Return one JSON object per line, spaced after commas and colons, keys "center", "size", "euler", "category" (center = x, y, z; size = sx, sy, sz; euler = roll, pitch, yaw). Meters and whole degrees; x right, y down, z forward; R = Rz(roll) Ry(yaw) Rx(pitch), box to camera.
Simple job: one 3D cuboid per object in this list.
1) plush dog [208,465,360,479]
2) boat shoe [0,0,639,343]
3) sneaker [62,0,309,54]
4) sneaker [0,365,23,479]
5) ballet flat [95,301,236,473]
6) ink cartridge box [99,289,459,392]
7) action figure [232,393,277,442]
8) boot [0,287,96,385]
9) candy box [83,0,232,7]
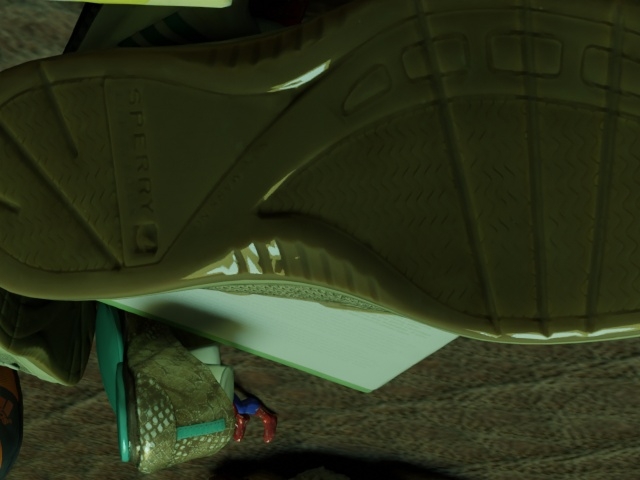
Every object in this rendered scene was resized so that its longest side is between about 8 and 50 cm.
{"center": [0.015, 0.257, 1.312], "size": [0.262, 0.211, 0.225], "euler": [-3, 128, 32], "category": "plush dog"}
{"center": [0.029, -0.031, 0.677], "size": [0.341, 0.122, 0.110], "euler": [3, -176, 26], "category": "boat shoe"}
{"center": [-0.049, -0.091, 0.723], "size": [0.075, 0.057, 0.161], "euler": [26, 150, -13], "category": "sneaker"}
{"center": [-0.315, 0.103, 1.189], "size": [0.321, 0.125, 0.180], "euler": [24, -164, 39], "category": "sneaker"}
{"center": [-0.083, 0.074, 1.003], "size": [0.067, 0.073, 0.206], "euler": [-3, -162, -10], "category": "ballet flat"}
{"center": [0.000, 0.000, 0.894], "size": [0.171, 0.056, 0.235], "euler": [21, 153, -16], "category": "ink cartridge box"}
{"center": [-0.068, 0.100, 1.177], "size": [0.038, 0.030, 0.115], "euler": [3, 152, 32], "category": "action figure"}
{"center": [-0.230, 0.020, 1.025], "size": [0.165, 0.077, 0.213], "euler": [8, 160, 14], "category": "boot"}
{"center": [-0.144, -0.190, 0.522], "size": [0.183, 0.088, 0.316], "euler": [4, 153, 19], "category": "candy box"}
